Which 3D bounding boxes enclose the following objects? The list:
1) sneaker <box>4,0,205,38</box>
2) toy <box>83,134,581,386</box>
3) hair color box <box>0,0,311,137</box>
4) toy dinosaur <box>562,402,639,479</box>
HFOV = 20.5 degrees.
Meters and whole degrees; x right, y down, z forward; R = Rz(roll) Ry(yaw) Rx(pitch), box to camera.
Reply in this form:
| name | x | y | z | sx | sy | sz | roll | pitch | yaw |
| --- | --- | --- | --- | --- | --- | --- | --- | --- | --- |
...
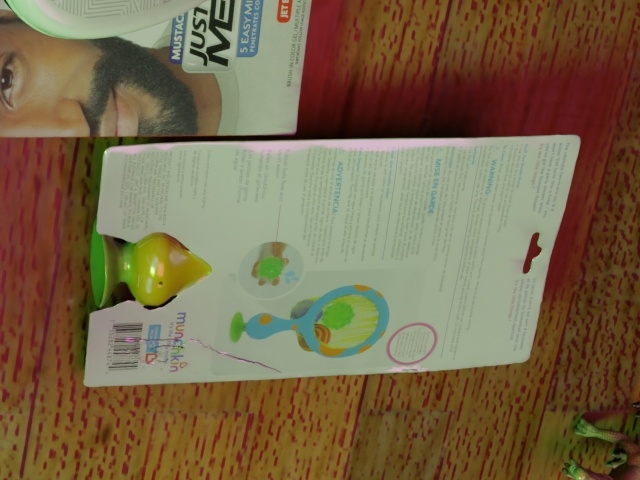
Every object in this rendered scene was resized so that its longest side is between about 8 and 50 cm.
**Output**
| name | x | y | z | sx | sy | sz | roll | pitch | yaw |
| --- | --- | --- | --- | --- | --- | --- | --- | --- | --- |
| sneaker | -0.071 | -0.153 | 0.732 | 0.217 | 0.121 | 0.079 | -48 | 119 | -27 |
| toy | 0.000 | 0.000 | 0.878 | 0.237 | 0.056 | 0.136 | -4 | 124 | -21 |
| hair color box | -0.089 | -0.096 | 0.795 | 0.167 | 0.053 | 0.093 | -3 | 112 | -27 |
| toy dinosaur | 0.208 | 0.131 | 1.024 | 0.183 | 0.092 | 0.053 | -6 | 113 | -27 |
